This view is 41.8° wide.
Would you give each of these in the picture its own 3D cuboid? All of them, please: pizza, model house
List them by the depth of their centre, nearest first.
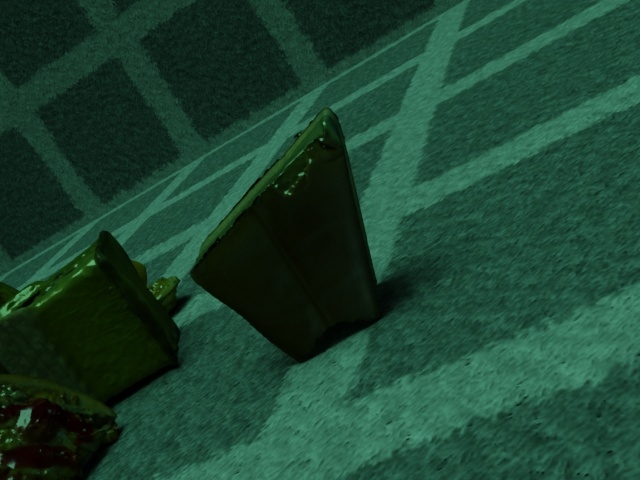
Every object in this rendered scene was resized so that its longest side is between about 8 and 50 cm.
[{"bbox_3d":[-0.321,0.242,0.947,0.062,0.188,0.199,-48,36,39],"label":"pizza"},{"bbox_3d":[-0.335,0.136,1.152,0.234,0.193,0.175,-35,18,-5],"label":"model house"}]

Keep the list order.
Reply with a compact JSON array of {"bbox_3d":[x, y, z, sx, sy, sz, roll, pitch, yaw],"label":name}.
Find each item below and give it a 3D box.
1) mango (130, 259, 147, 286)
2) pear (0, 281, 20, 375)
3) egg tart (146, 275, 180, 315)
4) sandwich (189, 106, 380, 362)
[{"bbox_3d":[-0.418,0.118,1.488,0.252,0.126,0.154,-37,27,-13],"label":"mango"},{"bbox_3d":[-0.544,0.189,1.274,0.283,0.283,0.283,-31,16,10],"label":"pear"},{"bbox_3d":[-0.281,0.109,1.374,0.130,0.052,0.130,-30,15,9],"label":"egg tart"},{"bbox_3d":[0.000,0.000,0.896,0.220,0.186,0.108,-48,13,13],"label":"sandwich"}]
